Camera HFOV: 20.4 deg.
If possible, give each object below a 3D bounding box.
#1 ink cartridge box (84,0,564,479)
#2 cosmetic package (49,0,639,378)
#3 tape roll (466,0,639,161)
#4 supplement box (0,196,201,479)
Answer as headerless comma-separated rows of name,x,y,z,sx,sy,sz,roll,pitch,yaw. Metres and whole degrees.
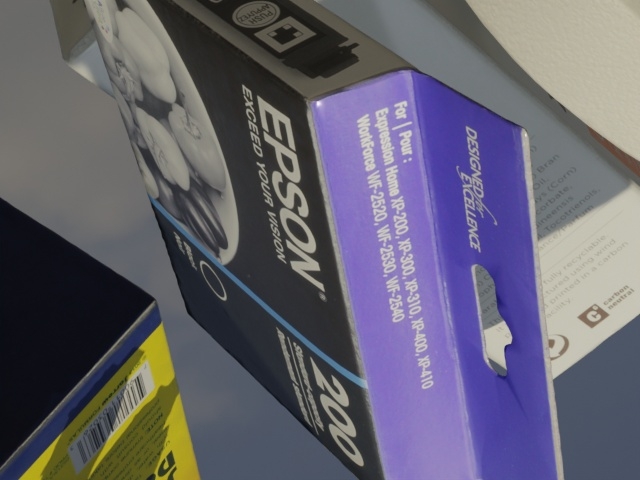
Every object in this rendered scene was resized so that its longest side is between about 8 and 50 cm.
ink cartridge box,0.000,0.000,0.644,0.045,0.206,0.208,-34,-134,-21
cosmetic package,0.036,-0.115,1.136,0.161,0.453,0.230,-40,-139,19
tape roll,0.208,-0.193,0.750,0.392,0.392,0.072,-26,171,-29
supplement box,-0.237,0.160,1.410,0.194,0.356,0.195,31,-117,22
